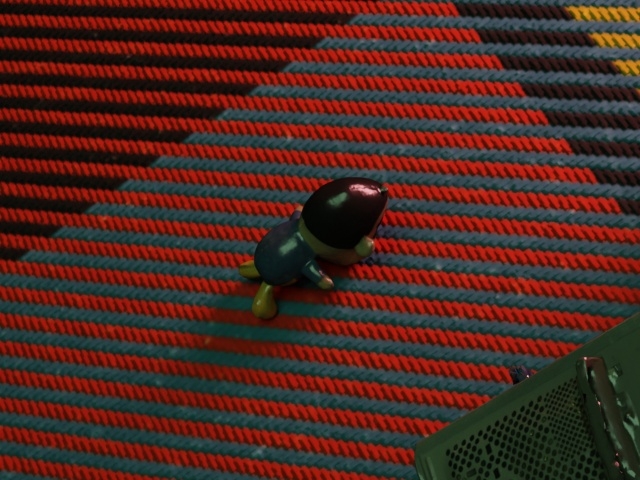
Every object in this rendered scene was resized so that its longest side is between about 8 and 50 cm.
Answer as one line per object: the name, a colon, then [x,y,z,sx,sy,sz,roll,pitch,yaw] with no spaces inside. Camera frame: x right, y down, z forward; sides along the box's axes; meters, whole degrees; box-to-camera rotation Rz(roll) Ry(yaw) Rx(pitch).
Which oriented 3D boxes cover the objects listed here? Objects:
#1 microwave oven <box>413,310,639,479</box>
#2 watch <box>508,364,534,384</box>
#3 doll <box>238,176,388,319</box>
microwave oven: [0.290,0.308,1.364,0.236,0.374,0.432,-34,56,28]
watch: [0.315,0.099,1.534,0.276,0.274,0.068,-23,61,14]
doll: [0.000,0.000,1.835,0.179,0.089,0.102,-39,53,27]
